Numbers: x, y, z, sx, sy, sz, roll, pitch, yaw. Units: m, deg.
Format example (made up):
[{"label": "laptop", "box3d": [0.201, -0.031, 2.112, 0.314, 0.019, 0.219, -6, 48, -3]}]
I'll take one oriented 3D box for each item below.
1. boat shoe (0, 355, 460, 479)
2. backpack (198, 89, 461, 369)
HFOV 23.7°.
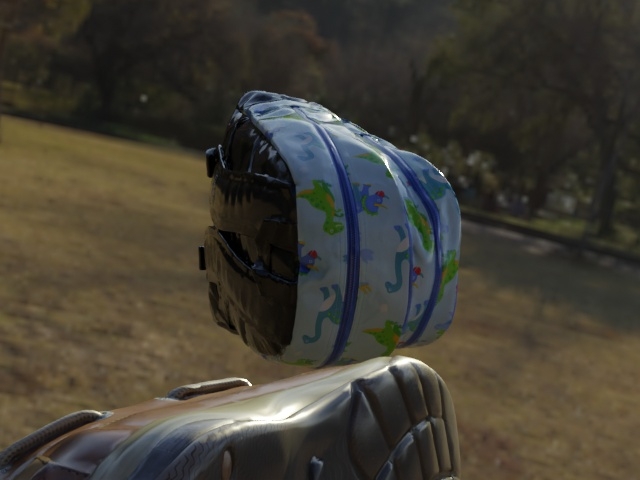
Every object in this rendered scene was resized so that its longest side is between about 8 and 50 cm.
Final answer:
[{"label": "boat shoe", "box3d": [-0.032, 0.105, 0.616, 0.116, 0.123, 0.324, -1, -6, 25]}, {"label": "backpack", "box3d": [0.000, 0.000, 1.587, 0.273, 0.290, 0.355, 7, 6, -2]}]
